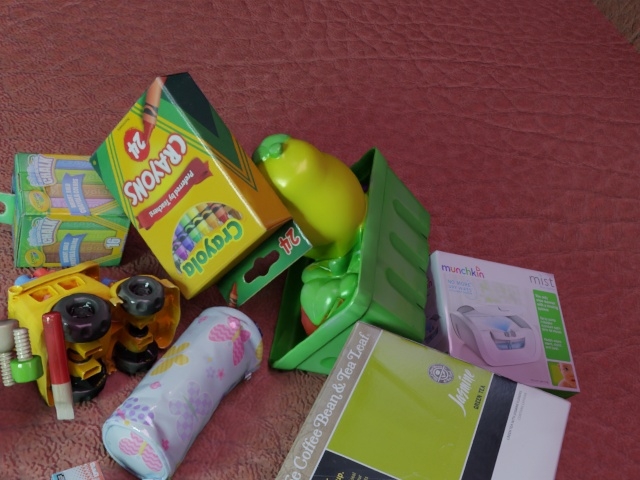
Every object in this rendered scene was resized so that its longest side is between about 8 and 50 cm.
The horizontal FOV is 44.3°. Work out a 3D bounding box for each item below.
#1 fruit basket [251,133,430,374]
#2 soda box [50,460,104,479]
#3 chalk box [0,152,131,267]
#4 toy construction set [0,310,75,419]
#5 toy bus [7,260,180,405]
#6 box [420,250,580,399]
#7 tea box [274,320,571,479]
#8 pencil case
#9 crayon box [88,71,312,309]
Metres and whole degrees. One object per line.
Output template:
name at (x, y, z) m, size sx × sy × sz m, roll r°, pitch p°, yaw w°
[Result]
fruit basket at (0.000, 0.000, 1.283) m, size 0.391 × 0.283 × 0.392 m, roll 24°, pitch 45°, yaw -27°
soda box at (-0.282, 0.374, 0.978) m, size 0.062 × 0.058 × 0.183 m, roll -10°, pitch 56°, yaw -33°
chalk box at (-0.417, -0.046, 1.231) m, size 0.212 × 0.132 × 0.132 m, roll -1°, pitch 52°, yaw -26°
toy construction set at (-0.454, 0.226, 0.943) m, size 0.308 × 0.257 × 0.238 m, roll -9°, pitch 99°, yaw -13°
toy bus at (-0.346, 0.102, 1.144) m, size 0.211 × 0.150 × 0.220 m, roll 36°, pitch 40°, yaw 30°
box at (0.289, 0.163, 1.366) m, size 0.261 × 0.127 × 0.231 m, roll 12°, pitch 58°, yaw -23°
tea box at (0.122, 0.336, 1.052) m, size 0.323 × 0.220 × 0.329 m, roll 22°, pitch 44°, yaw 12°
pencil case at (-0.189, 0.214, 1.128) m, size 0.273 × 0.113 × 0.124 m, roll -49°, pitch 125°, yaw -45°
crayon box at (-0.180, -0.059, 1.157) m, size 0.319 × 0.202 × 0.081 m, roll 53°, pitch 33°, yaw 5°
